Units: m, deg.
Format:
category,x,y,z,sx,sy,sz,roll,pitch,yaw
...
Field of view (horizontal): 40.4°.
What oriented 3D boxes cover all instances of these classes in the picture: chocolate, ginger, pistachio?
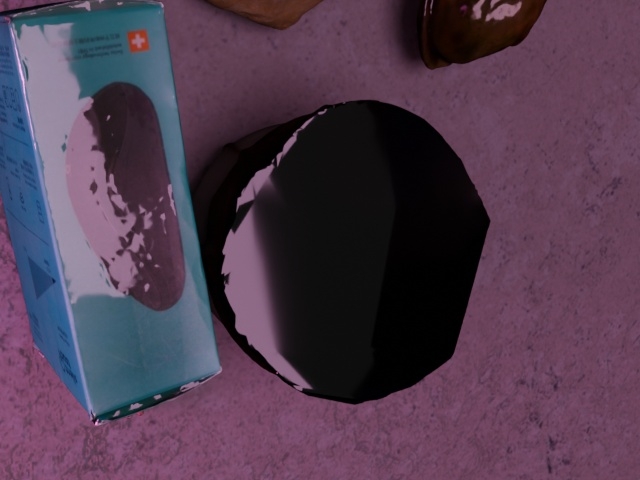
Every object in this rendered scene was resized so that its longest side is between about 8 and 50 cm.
category,x,y,z,sx,sy,sz,roll,pitch,yaw
chocolate,0.000,0.000,0.856,0.283,0.186,0.284,-3,98,-23
ginger,-0.032,-0.264,0.842,0.190,0.069,0.095,-34,95,-20
pistachio,0.182,-0.268,0.939,0.210,0.130,0.165,-46,124,-5

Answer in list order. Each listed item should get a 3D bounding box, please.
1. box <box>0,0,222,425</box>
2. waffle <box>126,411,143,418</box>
category,x,y,z,sx,sy,sz,roll,pitch,yaw
box,-0.190,-0.036,0.719,0.118,0.205,0.312,-14,108,-26
waffle,-0.193,0.139,0.862,0.075,0.029,0.083,30,88,-30
